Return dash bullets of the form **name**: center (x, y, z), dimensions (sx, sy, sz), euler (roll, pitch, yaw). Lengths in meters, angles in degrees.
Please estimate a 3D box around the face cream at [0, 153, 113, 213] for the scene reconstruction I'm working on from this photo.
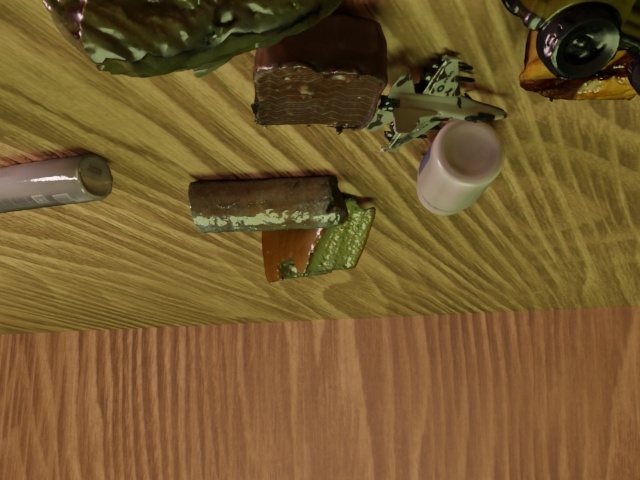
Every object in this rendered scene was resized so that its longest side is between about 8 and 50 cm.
- **face cream**: center (-0.469, -0.087, 1.656), dimensions (0.269, 0.073, 0.107), euler (-6, 160, 27)

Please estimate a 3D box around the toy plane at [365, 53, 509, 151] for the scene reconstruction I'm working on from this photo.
- **toy plane**: center (0.147, -0.171, 1.284), dimensions (0.234, 0.082, 0.160), euler (-14, 147, -45)

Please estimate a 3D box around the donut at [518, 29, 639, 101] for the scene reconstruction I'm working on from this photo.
- **donut**: center (0.308, -0.207, 1.124), dimensions (0.184, 0.073, 0.166), euler (-1, 166, 3)

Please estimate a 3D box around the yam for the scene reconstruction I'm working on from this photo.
- **yam**: center (-0.086, -0.061, 1.713), dimensions (0.259, 0.093, 0.093), euler (-2, 166, 10)

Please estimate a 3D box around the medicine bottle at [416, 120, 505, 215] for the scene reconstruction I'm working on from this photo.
- **medicine bottle**: center (0.199, -0.102, 1.501), dimensions (0.103, 0.103, 0.186), euler (2, 167, -4)

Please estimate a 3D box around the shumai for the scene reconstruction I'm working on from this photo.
- **shumai**: center (-0.112, -0.240, 0.882), dimensions (0.256, 0.189, 0.218), euler (-13, -173, -10)

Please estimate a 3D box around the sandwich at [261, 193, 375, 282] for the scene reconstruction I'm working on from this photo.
- **sandwich**: center (0.000, 0.000, 1.893), dimensions (0.122, 0.128, 0.236), euler (0, 169, -33)

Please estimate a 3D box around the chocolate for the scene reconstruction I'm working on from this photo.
- **chocolate**: center (-0.005, -0.193, 1.157), dimensions (0.148, 0.093, 0.214), euler (0, 167, -6)

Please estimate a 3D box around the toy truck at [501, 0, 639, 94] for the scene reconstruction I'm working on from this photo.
- **toy truck**: center (0.280, -0.232, 0.921), dimensions (0.224, 0.147, 0.165), euler (10, 129, -25)
